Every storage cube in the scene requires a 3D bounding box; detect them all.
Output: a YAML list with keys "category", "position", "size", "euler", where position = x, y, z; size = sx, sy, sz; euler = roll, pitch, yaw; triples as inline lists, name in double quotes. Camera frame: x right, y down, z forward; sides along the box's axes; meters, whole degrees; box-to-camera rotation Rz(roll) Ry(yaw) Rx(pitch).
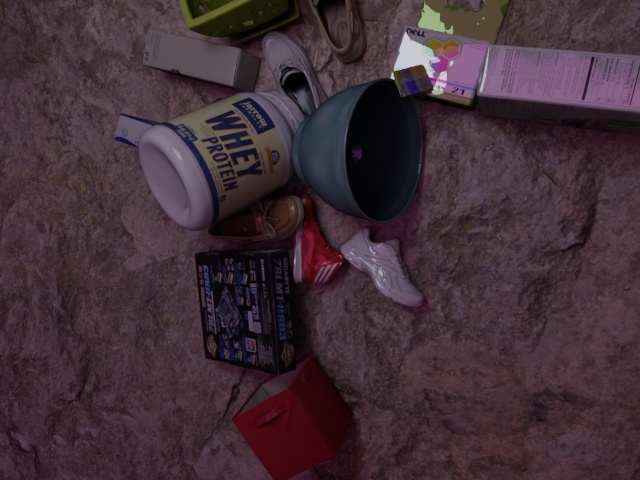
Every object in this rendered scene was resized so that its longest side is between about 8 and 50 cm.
- category: "storage cube"
  position: [-0.060, 0.428, 1.216]
  size: [0.184, 0.215, 0.193]
  euler: [-34, 90, 20]

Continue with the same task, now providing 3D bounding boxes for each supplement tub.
- category: "supplement tub"
  position: [-0.204, -0.189, 1.111]
  size: [0.235, 0.325, 0.235]
  euler: [34, 142, 32]

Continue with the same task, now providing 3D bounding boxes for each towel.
- category: "towel"
  position: [0.189, -0.326, 1.015]
  size: [0.009, 0.083, 0.060]
  euler: [-19, 92, 64]

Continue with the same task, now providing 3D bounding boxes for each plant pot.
- category: "plant pot"
  position: [-0.182, -0.596, 1.147]
  size: [0.228, 0.207, 0.226]
  euler: [-14, 87, 22]
- category: "plant pot"
  position: [0.065, -0.191, 1.081]
  size: [0.196, 0.293, 0.292]
  euler: [8, 99, 40]

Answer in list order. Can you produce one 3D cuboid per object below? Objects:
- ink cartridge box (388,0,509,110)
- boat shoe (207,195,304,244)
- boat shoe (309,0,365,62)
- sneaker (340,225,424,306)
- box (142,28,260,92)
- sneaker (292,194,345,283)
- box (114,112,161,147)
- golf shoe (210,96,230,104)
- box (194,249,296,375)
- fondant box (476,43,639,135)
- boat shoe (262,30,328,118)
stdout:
- category: "ink cartridge box"
  position: [0.272, -0.427, 1.058]
  size: [0.189, 0.097, 0.255]
  euler: [20, 103, 18]
- category: "boat shoe"
  position: [-0.159, -0.042, 1.220]
  size: [0.285, 0.089, 0.104]
  euler: [-19, 77, 40]
- category: "boat shoe"
  position: [0.023, -0.561, 1.135]
  size: [0.109, 0.098, 0.302]
  euler: [-15, 90, 21]
- category: "sneaker"
  position: [0.159, 0.055, 1.158]
  size: [0.232, 0.090, 0.115]
  euler: [41, 104, 11]
- category: "box"
  position: [-0.302, -0.453, 1.263]
  size: [0.275, 0.113, 0.094]
  euler: [19, 103, 19]
- category: "sneaker"
  position: [0.000, 0.000, 1.229]
  size: [0.128, 0.087, 0.221]
  euler: [4, 97, 2]
- category: "box"
  position: [-0.443, -0.277, 1.318]
  size: [0.126, 0.137, 0.072]
  euler: [20, 102, 17]
- category: "golf shoe"
  position: [-0.268, -0.316, 1.290]
  size: [0.198, 0.094, 0.077]
  euler: [-8, 110, 45]
- category: "box"
  position: [-0.195, 0.171, 1.262]
  size: [0.294, 0.073, 0.295]
  euler: [-2, 94, 42]
- category: "fondant box"
  position: [0.472, -0.272, 0.924]
  size: [0.331, 0.238, 0.096]
  euler: [13, 99, 19]
- category: "boat shoe"
  position: [-0.068, -0.391, 1.192]
  size: [0.096, 0.088, 0.267]
  euler: [-29, 85, 21]
